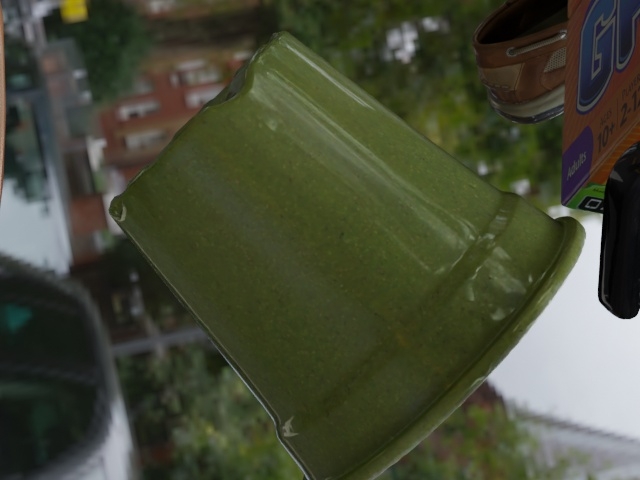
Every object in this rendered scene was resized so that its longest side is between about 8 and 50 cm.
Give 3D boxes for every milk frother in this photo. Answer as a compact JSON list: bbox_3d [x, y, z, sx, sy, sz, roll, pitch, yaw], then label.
[{"bbox_3d":[0.230,0.007,0.933,0.143,0.129,0.135,29,-55,43],"label":"milk frother"}]

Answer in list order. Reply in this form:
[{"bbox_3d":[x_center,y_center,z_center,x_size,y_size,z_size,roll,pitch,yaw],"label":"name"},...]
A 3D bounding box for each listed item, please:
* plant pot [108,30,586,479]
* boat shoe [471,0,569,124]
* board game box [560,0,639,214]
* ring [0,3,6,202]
[{"bbox_3d":[0.000,0.000,1.262,0.254,0.276,0.276,44,-7,-5],"label":"plant pot"},{"bbox_3d":[0.291,-0.252,1.796,0.120,0.324,0.122,51,-1,-40],"label":"boat shoe"},{"bbox_3d":[0.417,-0.223,1.387,0.356,0.356,0.356,120,-22,-65],"label":"board game box"},{"bbox_3d":[-0.221,-0.017,0.297,0.032,0.336,0.336,118,-40,-79],"label":"ring"}]
